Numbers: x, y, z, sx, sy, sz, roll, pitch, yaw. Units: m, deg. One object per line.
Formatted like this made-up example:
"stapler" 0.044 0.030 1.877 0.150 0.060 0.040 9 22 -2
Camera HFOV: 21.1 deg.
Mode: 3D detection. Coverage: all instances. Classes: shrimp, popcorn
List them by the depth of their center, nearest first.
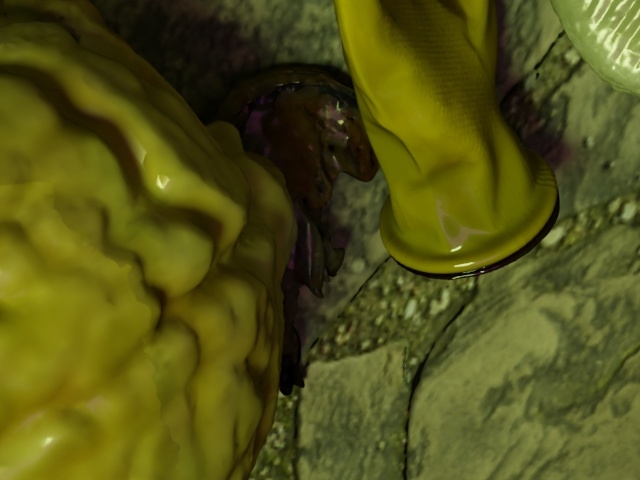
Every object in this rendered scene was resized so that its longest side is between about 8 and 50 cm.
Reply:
"popcorn" -0.184 0.057 0.956 0.344 0.354 0.390 -29 168 13
"shrimp" -0.006 0.007 1.127 0.117 0.066 0.262 -12 128 1

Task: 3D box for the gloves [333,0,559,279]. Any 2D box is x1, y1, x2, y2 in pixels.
"gloves" 0.054 -0.123 0.998 0.116 0.133 0.294 -16 128 6

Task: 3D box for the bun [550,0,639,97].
"bun" 0.236 -0.178 0.981 0.220 0.134 0.220 1 100 3
